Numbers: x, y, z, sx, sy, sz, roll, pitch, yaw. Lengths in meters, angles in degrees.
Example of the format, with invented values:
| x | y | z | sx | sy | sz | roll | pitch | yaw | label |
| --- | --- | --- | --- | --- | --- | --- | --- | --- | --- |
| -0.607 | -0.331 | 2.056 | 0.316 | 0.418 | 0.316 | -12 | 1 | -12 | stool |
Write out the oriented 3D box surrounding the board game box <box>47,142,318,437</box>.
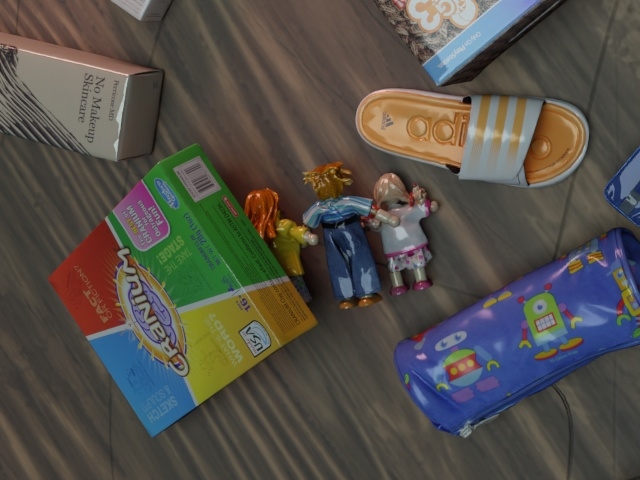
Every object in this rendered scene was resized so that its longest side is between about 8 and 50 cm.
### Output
| x | y | z | sx | sy | sz | roll | pitch | yaw | label |
| --- | --- | --- | --- | --- | --- | --- | --- | --- | --- |
| -0.169 | 0.068 | 1.566 | 0.242 | 0.064 | 0.316 | 56 | 138 | 4 | board game box |

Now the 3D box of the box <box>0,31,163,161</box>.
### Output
| x | y | z | sx | sy | sz | roll | pitch | yaw | label |
| --- | --- | --- | --- | --- | --- | --- | --- | --- | --- |
| -0.336 | -0.180 | 1.638 | 0.275 | 0.094 | 0.113 | 13 | 104 | 18 | box |

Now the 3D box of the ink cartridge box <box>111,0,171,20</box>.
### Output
| x | y | z | sx | sy | sz | roll | pitch | yaw | label |
| --- | --- | --- | --- | --- | --- | --- | --- | --- | --- |
| -0.205 | -0.339 | 1.583 | 0.099 | 0.056 | 0.135 | 35 | 109 | 13 | ink cartridge box |

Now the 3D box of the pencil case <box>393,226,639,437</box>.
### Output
| x | y | z | sx | sy | sz | roll | pitch | yaw | label |
| --- | --- | --- | --- | --- | --- | --- | --- | --- | --- |
| 0.227 | 0.106 | 1.463 | 0.306 | 0.119 | 0.133 | -31 | 64 | 22 | pencil case |

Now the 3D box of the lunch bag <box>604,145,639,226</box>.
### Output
| x | y | z | sx | sy | sz | roll | pitch | yaw | label |
| --- | --- | --- | --- | --- | --- | --- | --- | --- | --- |
| 0.349 | -0.065 | 1.419 | 0.067 | 0.065 | 0.098 | 40 | 110 | 10 | lunch bag |

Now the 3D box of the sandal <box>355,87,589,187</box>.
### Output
| x | y | z | sx | sy | sz | roll | pitch | yaw | label |
| --- | --- | --- | --- | --- | --- | --- | --- | --- | --- |
| 0.156 | -0.111 | 1.477 | 0.265 | 0.076 | 0.102 | 8 | 102 | 19 | sandal |

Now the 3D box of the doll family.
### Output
| x | y | z | sx | sy | sz | roll | pitch | yaw | label |
| --- | --- | --- | --- | --- | --- | --- | --- | --- | --- |
| 0.000 | 0.000 | 1.531 | 0.262 | 0.118 | 0.163 | -13 | 94 | 22 | doll family |

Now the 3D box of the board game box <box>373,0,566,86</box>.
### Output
| x | y | z | sx | sy | sz | roll | pitch | yaw | label |
| --- | --- | --- | --- | --- | --- | --- | --- | --- | --- |
| 0.140 | -0.346 | 1.409 | 0.232 | 0.141 | 0.291 | -39 | 84 | 22 | board game box |
